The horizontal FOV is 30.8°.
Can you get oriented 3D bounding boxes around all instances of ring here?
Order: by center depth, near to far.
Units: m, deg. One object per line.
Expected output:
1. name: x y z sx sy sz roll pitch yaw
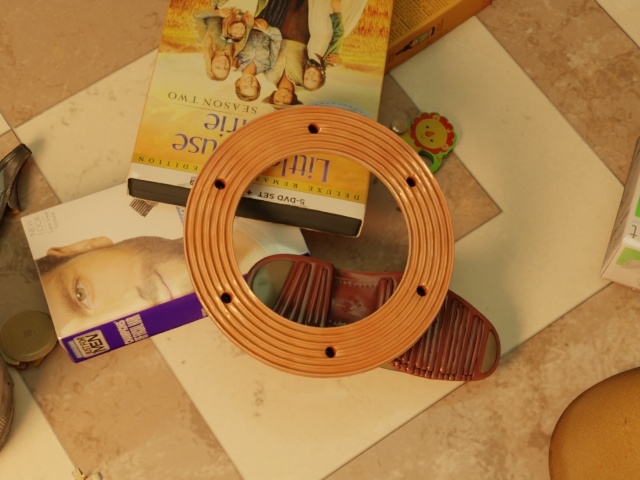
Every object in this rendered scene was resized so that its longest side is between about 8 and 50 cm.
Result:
1. ring: 0.000 0.000 1.408 0.337 0.032 0.336 3 75 -12

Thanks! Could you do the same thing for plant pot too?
1. plant pot: 0.409 0.239 1.355 0.237 0.254 0.237 0 67 -1

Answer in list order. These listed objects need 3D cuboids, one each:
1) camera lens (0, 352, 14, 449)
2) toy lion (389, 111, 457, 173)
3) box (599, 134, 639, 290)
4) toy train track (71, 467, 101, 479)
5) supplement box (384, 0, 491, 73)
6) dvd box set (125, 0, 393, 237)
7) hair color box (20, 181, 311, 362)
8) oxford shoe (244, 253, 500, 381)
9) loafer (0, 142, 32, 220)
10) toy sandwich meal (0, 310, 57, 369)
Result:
1. camera lens: -0.492 0.170 1.370 0.219 0.274 0.219 0 66 0
2. toy lion: 0.147 -0.135 1.641 0.096 0.034 0.100 -3 66 -10
3. box: 0.534 -0.026 1.542 0.262 0.127 0.231 20 66 7
4. toy train track: -0.314 0.315 1.449 0.083 0.014 0.048 -29 69 -12
5. supplement box: 0.146 -0.333 1.699 0.233 0.078 0.080 -37 71 -16
6. dvd box set: -0.068 -0.224 1.551 0.308 0.062 0.420 11 63 -2
7. hair color box: -0.200 0.011 1.533 0.339 0.110 0.185 -20 68 -7
8. oxford shoe: 0.060 0.100 1.488 0.348 0.130 0.123 20 73 -11
9. loafer: -0.439 -0.055 1.594 0.061 0.062 0.170 32 72 -10
10. toy sandwich meal: -0.383 0.131 1.523 0.086 0.029 0.085 0 55 0
